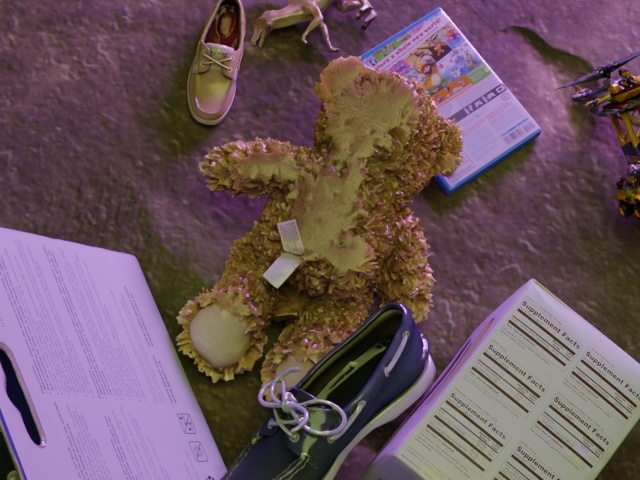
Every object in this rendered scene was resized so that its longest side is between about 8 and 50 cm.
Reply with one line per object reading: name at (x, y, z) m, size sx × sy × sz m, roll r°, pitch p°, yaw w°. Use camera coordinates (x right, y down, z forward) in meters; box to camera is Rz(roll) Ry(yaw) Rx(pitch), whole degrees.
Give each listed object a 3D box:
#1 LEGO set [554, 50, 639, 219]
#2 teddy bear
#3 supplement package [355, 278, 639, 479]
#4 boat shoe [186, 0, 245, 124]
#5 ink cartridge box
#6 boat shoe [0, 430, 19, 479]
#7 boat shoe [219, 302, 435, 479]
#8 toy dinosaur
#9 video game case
LEGO set at (0.402, -0.173, 1.803) m, size 0.331 × 0.255 × 0.192 m, roll -25°, pitch 100°, yaw -4°
teddy bear at (0.000, 0.000, 1.783) m, size 0.245 × 0.113 × 0.338 m, roll 8°, pitch 75°, yaw 4°
supplement package at (0.156, 0.175, 1.663) m, size 0.149 × 0.194 × 0.203 m, roll 40°, pitch 69°, yaw 2°
boat shoe at (-0.102, -0.179, 1.864) m, size 0.050 × 0.045 × 0.135 m, roll 8°, pitch 67°, yaw -3°
ink cartridge box at (-0.202, 0.146, 1.586) m, size 0.071 × 0.330 × 0.324 m, roll -31°, pitch 71°, yaw 21°
boat shoe at (-0.289, 0.135, 1.691) m, size 0.158 × 0.127 × 0.340 m, roll 4°, pitch 65°, yaw -24°
boat shoe at (-0.002, 0.151, 1.641) m, size 0.254 × 0.079 × 0.095 m, roll -37°, pitch 37°, yaw -21°
toy dinosaur at (0.011, -0.249, 1.901) m, size 0.093 × 0.053 × 0.183 m, roll 41°, pitch 70°, yaw 12°
video game case at (0.122, -0.139, 1.889) m, size 0.119 × 0.015 × 0.166 m, roll -33°, pitch 75°, yaw -17°
